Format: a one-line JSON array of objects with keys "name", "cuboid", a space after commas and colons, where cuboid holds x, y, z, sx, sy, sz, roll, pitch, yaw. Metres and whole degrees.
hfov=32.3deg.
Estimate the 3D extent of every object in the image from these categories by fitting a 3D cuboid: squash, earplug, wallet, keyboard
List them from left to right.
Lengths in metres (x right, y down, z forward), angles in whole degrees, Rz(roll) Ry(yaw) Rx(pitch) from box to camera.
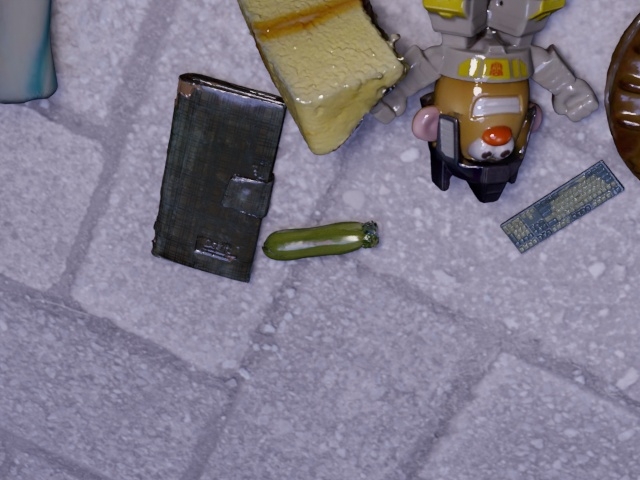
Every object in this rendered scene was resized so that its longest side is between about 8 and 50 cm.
[{"name": "earplug", "cuboid": [-0.433, -0.370, 1.504, 0.185, 0.185, 0.324, 16, 114, 5]}, {"name": "wallet", "cuboid": [-0.155, -0.088, 1.648, 0.169, 0.044, 0.317, 17, 121, 3]}, {"name": "squash", "cuboid": [0.000, 0.000, 1.654, 0.183, 0.052, 0.052, -9, 115, 16]}, {"name": "keyboard", "cuboid": [0.341, -0.046, 1.567, 0.176, 0.014, 0.055, -35, 102, 26]}]

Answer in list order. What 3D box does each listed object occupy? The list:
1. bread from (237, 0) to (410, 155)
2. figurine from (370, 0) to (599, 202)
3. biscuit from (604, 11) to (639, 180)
[{"name": "bread", "cuboid": [-0.025, -0.254, 1.423, 0.141, 0.266, 0.178, -2, 140, -35]}, {"name": "figurine", "cuboid": [0.214, -0.199, 1.439, 0.308, 0.143, 0.308, 5, 119, 9]}, {"name": "biscuit", "cuboid": [0.523, -0.183, 1.398, 0.332, 0.103, 0.332, 5, 118, 10]}]
